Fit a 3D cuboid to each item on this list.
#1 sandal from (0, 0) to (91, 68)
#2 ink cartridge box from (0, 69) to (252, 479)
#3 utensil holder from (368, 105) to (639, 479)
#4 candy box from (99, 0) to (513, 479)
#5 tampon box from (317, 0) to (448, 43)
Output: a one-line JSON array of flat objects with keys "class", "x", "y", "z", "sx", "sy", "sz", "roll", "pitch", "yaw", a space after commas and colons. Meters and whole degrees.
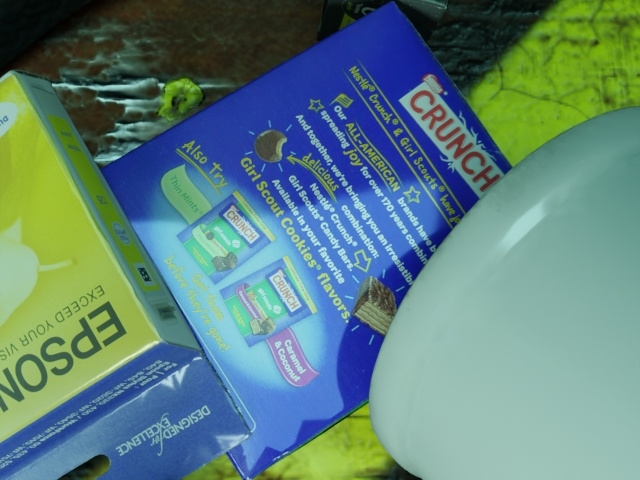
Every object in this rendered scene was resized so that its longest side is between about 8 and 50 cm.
[{"class": "sandal", "x": -0.222, "y": -0.290, "z": 0.772, "sx": 0.445, "sy": 0.167, "sz": 0.107, "roll": -36, "pitch": 66, "yaw": -13}, {"class": "ink cartridge box", "x": -0.254, "y": 0.087, "z": 0.663, "sx": 0.303, "sy": 0.072, "sz": 0.307, "roll": -33, "pitch": 80, "yaw": 13}, {"class": "utensil holder", "x": 0.270, "y": 0.150, "z": 0.558, "sx": 0.327, "sy": 0.328, "sz": 0.385, "roll": -34, "pitch": 51, "yaw": -13}, {"class": "candy box", "x": 0.000, "y": 0.000, "z": 0.744, "sx": 0.317, "sy": 0.122, "sz": 0.268, "roll": -32, "pitch": 82, "yaw": -11}, {"class": "tampon box", "x": 0.066, "y": -0.267, "z": 0.813, "sx": 0.101, "sy": 0.120, "sz": 0.161, "roll": 13, "pitch": 76, "yaw": -4}]
